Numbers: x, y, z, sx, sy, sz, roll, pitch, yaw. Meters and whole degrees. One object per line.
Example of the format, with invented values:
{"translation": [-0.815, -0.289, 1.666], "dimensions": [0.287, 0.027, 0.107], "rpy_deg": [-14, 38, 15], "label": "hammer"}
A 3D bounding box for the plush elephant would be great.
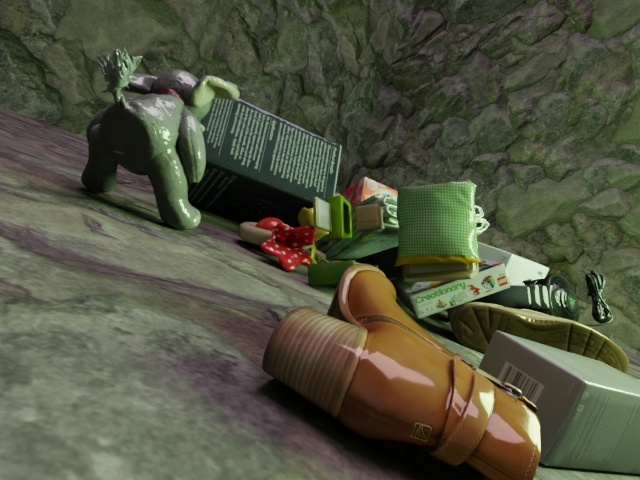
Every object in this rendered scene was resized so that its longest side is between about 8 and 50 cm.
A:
{"translation": [-0.314, -0.236, 0.948], "dimensions": [0.272, 0.330, 0.255], "rpy_deg": [17, 35, 16], "label": "plush elephant"}

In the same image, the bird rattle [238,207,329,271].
{"translation": [-0.088, 0.003, 1.051], "dimensions": [0.207, 0.143, 0.253], "rpy_deg": [11, 15, 19], "label": "bird rattle"}

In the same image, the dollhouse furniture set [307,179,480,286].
{"translation": [0.140, -0.017, 0.897], "dimensions": [0.301, 0.197, 0.151], "rpy_deg": [-6, -10, 25], "label": "dollhouse furniture set"}

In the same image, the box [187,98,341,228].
{"translation": [-0.189, -0.194, 1.303], "dimensions": [0.395, 0.212, 0.293], "rpy_deg": [20, -25, -24], "label": "box"}

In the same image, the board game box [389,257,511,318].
{"translation": [0.270, 0.091, 1.048], "dimensions": [0.193, 0.053, 0.305], "rpy_deg": [-20, 2, 0], "label": "board game box"}

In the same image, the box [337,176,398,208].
{"translation": [0.117, -0.063, 1.500], "dimensions": [0.154, 0.142, 0.300], "rpy_deg": [20, -24, -22], "label": "box"}

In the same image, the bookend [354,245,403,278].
{"translation": [0.146, 0.060, 1.061], "dimensions": [0.156, 0.072, 0.157], "rpy_deg": [-19, -3, 21], "label": "bookend"}

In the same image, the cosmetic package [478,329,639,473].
{"translation": [0.310, 0.196, 0.558], "dimensions": [0.238, 0.107, 0.127], "rpy_deg": [22, 4, -26], "label": "cosmetic package"}

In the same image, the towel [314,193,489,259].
{"translation": [0.192, -0.014, 1.213], "dimensions": [0.320, 0.090, 0.374], "rpy_deg": [5, -16, -24], "label": "towel"}

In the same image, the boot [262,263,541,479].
{"translation": [0.098, 0.114, 0.462], "dimensions": [0.220, 0.109, 0.283], "rpy_deg": [22, 7, 18], "label": "boot"}

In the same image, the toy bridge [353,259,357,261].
{"translation": [0.176, 0.075, 1.432], "dimensions": [0.188, 0.063, 0.026], "rpy_deg": [18, 6, -32], "label": "toy bridge"}

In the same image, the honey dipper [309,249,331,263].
{"translation": [0.034, 0.063, 1.169], "dimensions": [0.161, 0.030, 0.030], "rpy_deg": [29, 9, 39], "label": "honey dipper"}

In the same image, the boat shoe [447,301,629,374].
{"translation": [0.424, 0.192, 0.924], "dimensions": [0.341, 0.121, 0.110], "rpy_deg": [21, 6, 3], "label": "boat shoe"}

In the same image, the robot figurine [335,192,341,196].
{"translation": [-0.057, -0.126, 1.783], "dimensions": [0.300, 0.200, 0.353], "rpy_deg": [-23, 25, -21], "label": "robot figurine"}

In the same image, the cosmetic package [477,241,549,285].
{"translation": [0.468, 0.111, 1.431], "dimensions": [0.156, 0.217, 0.385], "rpy_deg": [20, 3, -21], "label": "cosmetic package"}

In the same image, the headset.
{"translation": [0.495, 0.136, 1.088], "dimensions": [0.394, 0.185, 0.243], "rpy_deg": [8, -20, -9], "label": "headset"}
